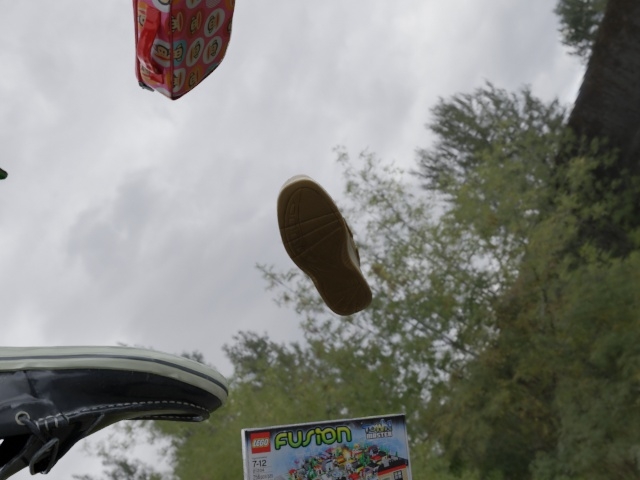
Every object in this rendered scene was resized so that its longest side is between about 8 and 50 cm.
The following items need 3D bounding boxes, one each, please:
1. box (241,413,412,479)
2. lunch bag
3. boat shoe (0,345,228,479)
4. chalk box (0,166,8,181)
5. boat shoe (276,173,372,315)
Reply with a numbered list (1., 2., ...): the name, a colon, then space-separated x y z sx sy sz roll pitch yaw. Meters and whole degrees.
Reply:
1. box: 0.009 0.282 0.856 0.207 0.114 0.036 -3 -12 -14
2. lunch bag: -0.278 -0.427 1.369 0.258 0.120 0.293 -56 -10 -37
3. boat shoe: -0.348 0.208 0.816 0.500 0.156 0.187 7 -23 -31
4. chalk box: -0.366 -0.058 0.449 0.180 0.288 0.179 102 178 -77
5. boat shoe: 0.000 0.000 0.668 0.063 0.059 0.170 -21 -53 4
